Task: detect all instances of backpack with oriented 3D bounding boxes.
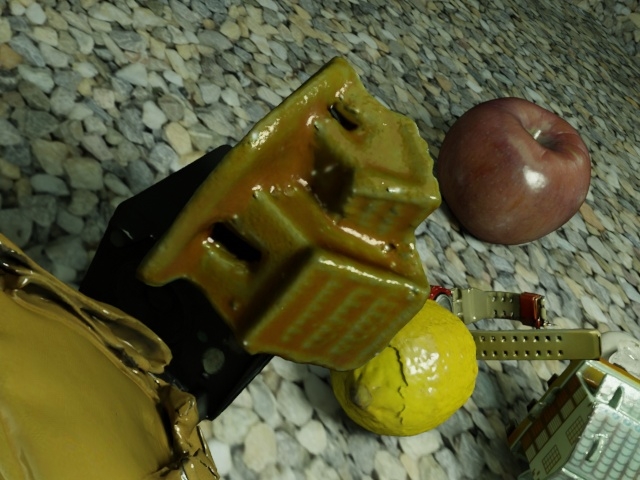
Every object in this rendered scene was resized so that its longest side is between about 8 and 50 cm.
[{"bbox_3d":[-0.206,0.176,0.557,0.353,0.201,0.378,61,4,30],"label":"backpack"}]

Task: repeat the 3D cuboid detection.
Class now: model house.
[{"bbox_3d":[0.005,-0.006,0.730,0.239,0.268,0.173,42,19,5],"label":"model house"},{"bbox_3d":[0.378,0.279,0.973,0.224,0.198,0.215,31,16,-8],"label":"model house"}]

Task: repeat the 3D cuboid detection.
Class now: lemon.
[{"bbox_3d":[0.107,0.157,0.948,0.193,0.180,0.181,-25,63,-16],"label":"lemon"}]

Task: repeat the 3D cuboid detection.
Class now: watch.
[{"bbox_3d":[0.261,0.118,1.059,0.268,0.102,0.165,-2,16,25],"label":"watch"}]

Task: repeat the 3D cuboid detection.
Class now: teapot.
[{"bbox_3d":[0.525,0.221,1.274,0.226,0.092,0.145,-7,56,-43],"label":"teapot"}]

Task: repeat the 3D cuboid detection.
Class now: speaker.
[{"bbox_3d":[-0.127,0.043,0.889,0.232,0.184,0.254,40,35,6],"label":"speaker"}]

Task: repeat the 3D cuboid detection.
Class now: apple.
[{"bbox_3d":[0.354,-0.127,1.404,0.305,0.235,0.306,18,40,-16],"label":"apple"}]
